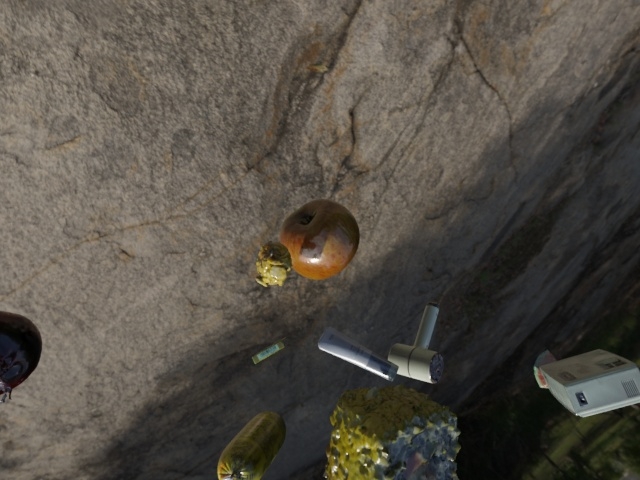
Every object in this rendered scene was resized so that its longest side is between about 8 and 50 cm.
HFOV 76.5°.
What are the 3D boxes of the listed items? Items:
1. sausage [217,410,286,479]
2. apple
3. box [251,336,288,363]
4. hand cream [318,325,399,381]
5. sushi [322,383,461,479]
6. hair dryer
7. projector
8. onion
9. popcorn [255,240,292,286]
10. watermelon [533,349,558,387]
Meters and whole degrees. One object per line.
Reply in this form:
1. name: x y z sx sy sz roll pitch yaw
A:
1. sausage: -0.184 0.582 1.146 0.123 0.123 0.347 -48 169 6
2. apple: 0.000 0.000 1.947 0.400 0.400 0.333 -37 125 -8
3. box: -0.186 0.413 1.540 0.121 0.030 0.193 -28 172 -5
4. hand cream: 0.117 0.352 1.259 0.079 0.255 0.048 -56 164 -36
5. sushi: 0.204 0.596 1.071 0.351 0.240 0.396 4 89 -35
6. hair dryer: 0.441 0.412 1.744 0.128 0.203 0.362 44 60 -39
7. projector: 0.454 0.237 0.684 0.115 0.061 0.147 -23 170 12
8. onion: -0.976 0.349 1.203 0.273 0.285 0.273 -20 119 -42
9. popcorn: -0.175 0.096 1.577 0.140 0.194 0.163 10 105 -21
10. watermelon: 0.568 0.314 0.987 0.084 0.072 0.092 15 73 -43
